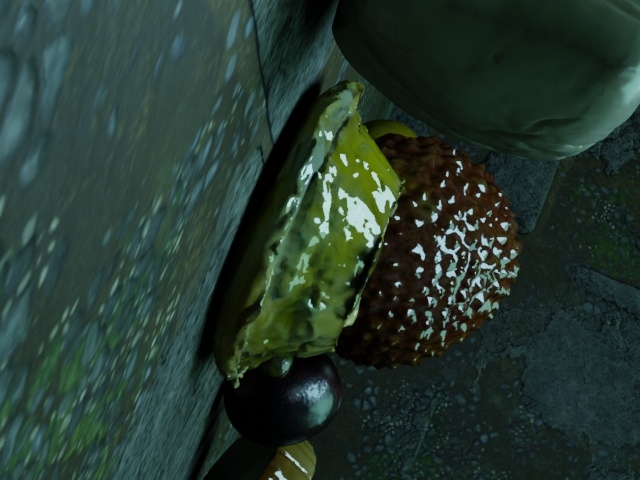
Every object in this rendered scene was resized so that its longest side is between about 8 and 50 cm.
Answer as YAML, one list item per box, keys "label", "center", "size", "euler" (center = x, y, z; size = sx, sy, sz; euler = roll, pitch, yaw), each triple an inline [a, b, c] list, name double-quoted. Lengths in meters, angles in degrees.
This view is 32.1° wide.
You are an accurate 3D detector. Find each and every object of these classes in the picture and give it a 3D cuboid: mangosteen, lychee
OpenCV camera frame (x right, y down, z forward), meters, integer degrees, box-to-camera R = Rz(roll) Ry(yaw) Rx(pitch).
- label: "mangosteen"
  center: [-0.050, 0.176, 1.362]
  size: [0.152, 0.152, 0.153]
  euler: [22, 90, -87]
- label: "lychee"
  center: [0.088, 0.014, 1.317]
  size: [0.276, 0.304, 0.276]
  euler: [169, -90, -83]

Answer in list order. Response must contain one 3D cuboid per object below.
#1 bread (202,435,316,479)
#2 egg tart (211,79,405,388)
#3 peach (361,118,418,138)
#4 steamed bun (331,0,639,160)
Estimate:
- label: "bread"
  center: [-0.100, 0.335, 1.444]
  size: [0.236, 0.070, 0.236]
  euler: [-45, -170, 10]
- label: "egg tart"
  center: [0.000, 0.000, 1.047]
  size: [0.315, 0.120, 0.315]
  euler: [22, 90, -88]
- label: "peach"
  center: [0.064, -0.054, 1.561]
  size: [0.251, 0.153, 0.251]
  euler: [-158, -90, -86]
- label: "steamed bun"
  center: [0.142, -0.214, 0.857]
  size: [0.236, 0.247, 0.384]
  euler: [-53, -165, 52]
